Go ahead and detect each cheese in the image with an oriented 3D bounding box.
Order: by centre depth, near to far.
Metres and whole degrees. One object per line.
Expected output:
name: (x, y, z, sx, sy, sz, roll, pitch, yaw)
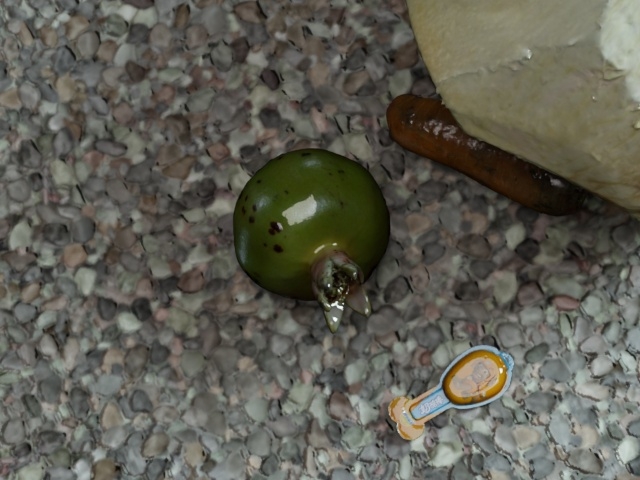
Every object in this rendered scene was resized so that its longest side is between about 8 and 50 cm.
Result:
cheese: (0.108, 0.123, 1.551, 0.111, 0.017, 0.047, -31, 72, 1)

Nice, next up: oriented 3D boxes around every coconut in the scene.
coconut: (0.255, -0.184, 1.423, 0.415, 0.415, 0.344, 17, 49, 12)

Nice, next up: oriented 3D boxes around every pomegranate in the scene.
pomegranate: (0.006, -0.002, 1.532, 0.129, 0.129, 0.159, -49, 56, -4)

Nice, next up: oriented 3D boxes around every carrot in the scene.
carrot: (0.138, -0.075, 1.573, 0.186, 0.060, 0.060, 26, 82, 18)
